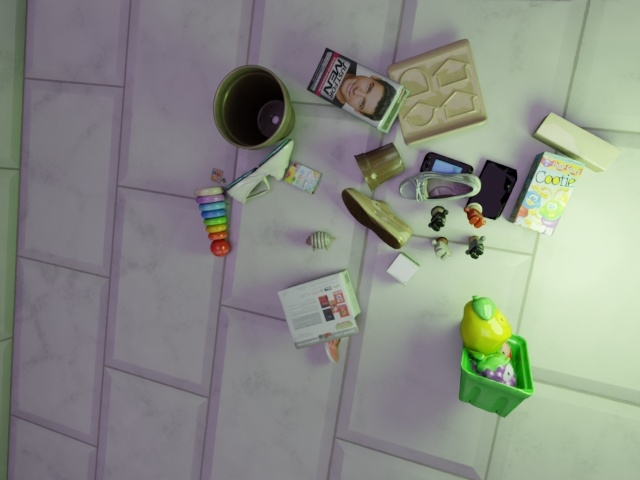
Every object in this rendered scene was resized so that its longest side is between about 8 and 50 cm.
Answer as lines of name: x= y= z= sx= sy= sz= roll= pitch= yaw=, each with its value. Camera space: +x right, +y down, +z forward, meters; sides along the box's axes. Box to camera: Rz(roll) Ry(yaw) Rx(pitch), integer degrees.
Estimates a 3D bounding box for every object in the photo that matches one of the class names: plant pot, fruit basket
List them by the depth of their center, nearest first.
fruit basket: x=0.637 y=0.390 z=1.541 sx=0.283 sy=0.392 sz=0.391 roll=18 pitch=100 yaw=14
plant pot: x=0.245 y=-0.310 z=1.708 sx=0.165 sy=0.167 sz=0.166 roll=-26 pitch=88 yaw=9
plant pot: x=-0.242 y=-0.535 z=1.760 sx=0.324 sy=0.280 sz=0.322 roll=2 pitch=97 yaw=16

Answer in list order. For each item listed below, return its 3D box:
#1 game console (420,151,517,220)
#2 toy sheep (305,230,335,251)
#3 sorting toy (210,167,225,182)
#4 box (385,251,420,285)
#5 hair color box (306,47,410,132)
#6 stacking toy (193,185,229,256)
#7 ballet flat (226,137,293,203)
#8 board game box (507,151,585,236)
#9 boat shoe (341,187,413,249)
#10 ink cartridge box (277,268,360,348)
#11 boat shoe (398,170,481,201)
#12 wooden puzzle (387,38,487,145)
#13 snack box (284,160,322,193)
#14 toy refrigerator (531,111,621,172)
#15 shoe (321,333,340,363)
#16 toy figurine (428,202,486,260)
game console: x=0.574 y=-0.237 z=1.668 sx=0.362 sy=0.044 sz=0.213 roll=23 pitch=101 yaw=14
toy sheep: x=0.000 y=0.000 z=1.845 sx=0.132 sy=0.091 sz=0.091 roll=-6 pitch=94 yaw=3
sorting toy: x=-0.487 y=-0.307 z=1.996 sx=0.083 sy=0.012 sz=0.061 roll=19 pitch=100 yaw=14
box: x=0.345 y=0.117 z=1.747 sx=0.101 sy=0.087 sz=0.102 roll=38 pitch=105 yaw=10
hair color box: x=0.147 y=-0.606 z=1.684 sx=0.375 sy=0.114 sz=0.185 roll=36 pitch=110 yaw=21
stacking toy: x=-0.500 y=-0.085 z=1.968 sx=0.141 sy=0.141 sz=0.329 roll=-4 pitch=99 yaw=17
ballet flat: x=-0.247 y=-0.298 z=1.879 sx=0.400 sy=0.139 sz=0.139 roll=-33 pitch=85 yaw=21
board game box: x=0.828 y=-0.170 z=1.546 sx=0.142 sy=0.144 sz=0.275 roll=21 pitch=102 yaw=13
boat shoe: x=0.235 y=-0.110 z=1.758 sx=0.341 sy=0.121 sz=0.110 roll=44 pitch=68 yaw=6
ink cartridge box: x=0.003 y=0.304 z=1.843 sx=0.310 sy=0.130 sz=0.271 roll=-18 pitch=87 yaw=18
boat shoe: x=0.456 y=-0.208 z=1.644 sx=0.321 sy=0.103 sz=0.118 roll=5 pitch=108 yaw=30
wooden puzzle: x=0.458 y=-0.578 z=1.657 sx=0.323 sy=0.080 sz=0.347 roll=-13 pitch=87 yaw=17
snack box: x=-0.077 y=-0.281 z=1.862 sx=0.141 sy=0.037 sz=0.100 roll=27 pitch=103 yaw=12
toy refrigerator: x=0.927 y=-0.359 z=1.520 sx=0.270 sy=0.102 sz=0.094 roll=34 pitch=104 yaw=12
shoe: x=0.062 y=0.460 z=1.877 sx=0.081 sy=0.063 sz=0.177 roll=-22 pitch=83 yaw=22
toy figurine: x=0.535 y=-0.036 z=1.634 sx=0.213 sy=0.148 sz=0.209 roll=-6 pitch=116 yaw=18
